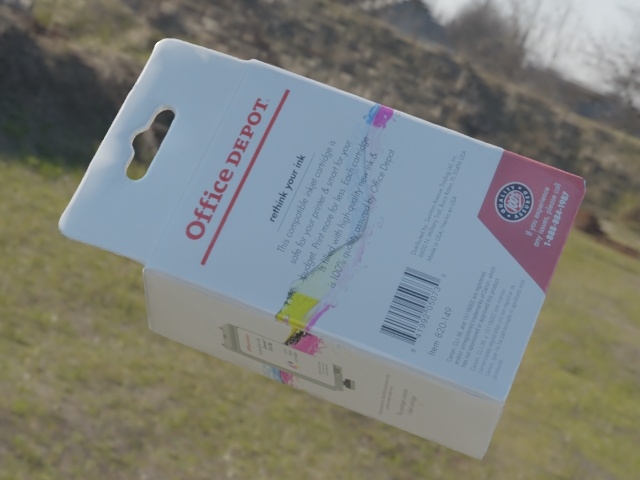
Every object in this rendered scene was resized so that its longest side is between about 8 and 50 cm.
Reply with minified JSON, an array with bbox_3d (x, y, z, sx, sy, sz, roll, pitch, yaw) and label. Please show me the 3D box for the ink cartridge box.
[{"bbox_3d":[0.000,0.000,0.671,0.198,0.115,0.067,21,-27,8],"label":"ink cartridge box"}]
